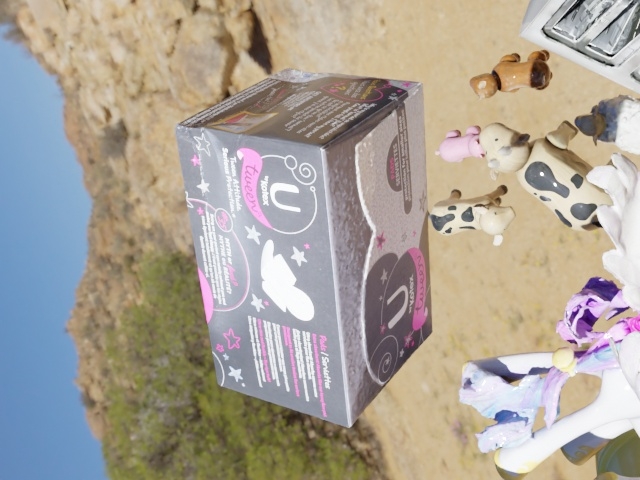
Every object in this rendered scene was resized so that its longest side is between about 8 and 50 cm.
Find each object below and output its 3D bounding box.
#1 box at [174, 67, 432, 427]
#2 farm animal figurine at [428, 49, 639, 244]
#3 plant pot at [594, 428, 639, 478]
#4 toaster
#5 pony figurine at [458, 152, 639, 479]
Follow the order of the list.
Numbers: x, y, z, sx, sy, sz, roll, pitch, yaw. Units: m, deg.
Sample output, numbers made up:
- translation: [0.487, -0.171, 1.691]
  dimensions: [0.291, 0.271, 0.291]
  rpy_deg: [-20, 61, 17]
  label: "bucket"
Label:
- translation: [0.000, 0.000, 0.726]
  dimensions: [0.142, 0.163, 0.247]
  rpy_deg: [13, 123, 30]
  label: "box"
- translation: [0.314, -0.105, 1.329]
  dimensions: [0.327, 0.172, 0.330]
  rpy_deg: [27, 127, 19]
  label: "farm animal figurine"
- translation: [0.538, 0.378, 1.269]
  dimensions: [0.239, 0.254, 0.254]
  rpy_deg: [-68, -35, -56]
  label: "plant pot"
- translation: [0.256, -0.181, 0.617]
  dimensions: [0.168, 0.110, 0.186]
  rpy_deg: [25, 165, -3]
  label: "toaster"
- translation: [0.320, 0.137, 0.856]
  dimensions: [0.351, 0.363, 0.303]
  rpy_deg: [36, -134, -25]
  label: "pony figurine"
